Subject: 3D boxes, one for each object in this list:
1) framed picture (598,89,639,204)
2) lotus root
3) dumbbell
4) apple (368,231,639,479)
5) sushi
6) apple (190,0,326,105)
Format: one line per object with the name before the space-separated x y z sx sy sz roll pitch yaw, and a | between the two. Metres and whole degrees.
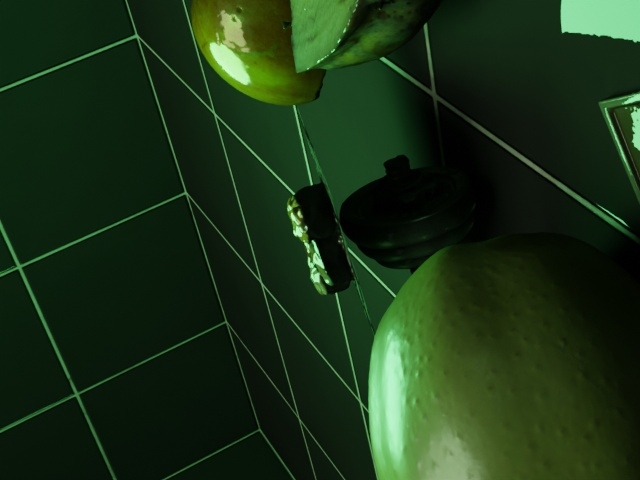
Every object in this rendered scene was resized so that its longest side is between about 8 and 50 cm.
framed picture | 0.340 -0.053 0.939 0.184 0.016 0.250 66 165 -6
lotus root | 0.060 -0.334 1.185 0.260 0.149 0.267 178 85 -69
dumbbell | 0.149 0.076 1.446 0.179 0.179 0.406 35 147 60
apple | 0.216 0.171 1.111 0.357 0.357 0.357 56 162 29
sushi | 0.000 0.000 1.411 0.292 0.059 0.294 -110 2 -58
apple | -0.044 -0.288 1.403 0.207 0.237 0.237 44 166 -8
